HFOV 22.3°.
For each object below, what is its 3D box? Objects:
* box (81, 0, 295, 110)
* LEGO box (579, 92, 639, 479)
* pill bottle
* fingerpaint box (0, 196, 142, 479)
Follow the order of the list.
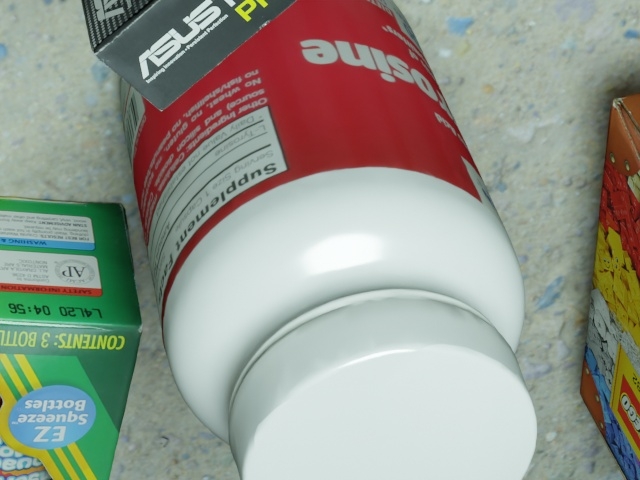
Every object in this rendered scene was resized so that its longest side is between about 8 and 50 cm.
[{"bbox_3d":[-0.054,-0.230,0.961,0.216,0.270,0.060,-36,129,16],"label":"box"},{"bbox_3d":[0.484,0.015,1.287,0.500,0.193,0.372,-15,140,-10],"label":"LEGO box"},{"bbox_3d":[0.000,0.000,1.069,0.229,0.408,0.229,-7,130,-9],"label":"pill bottle"},{"bbox_3d":[-0.390,0.148,1.245,0.445,0.163,0.371,5,126,-18],"label":"fingerpaint box"}]
